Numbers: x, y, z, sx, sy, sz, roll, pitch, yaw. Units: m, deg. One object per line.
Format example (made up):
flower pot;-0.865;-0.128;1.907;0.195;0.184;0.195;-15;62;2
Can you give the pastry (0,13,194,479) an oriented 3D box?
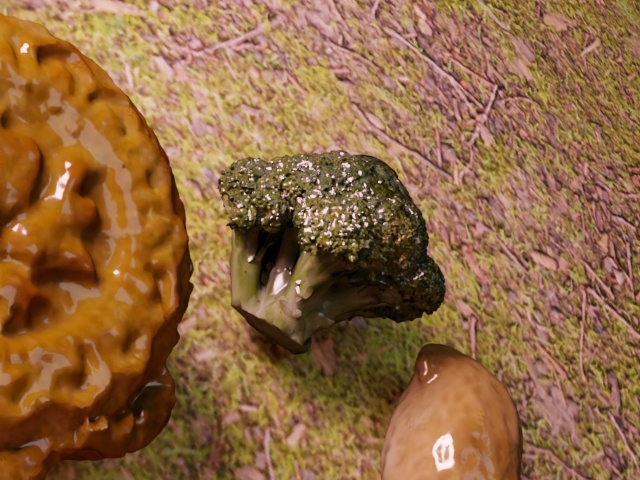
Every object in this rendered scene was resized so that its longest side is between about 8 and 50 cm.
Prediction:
pastry;-0.173;0.012;0.609;0.240;0.132;0.235;-25;92;-45

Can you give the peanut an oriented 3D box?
peanut;0.095;0.188;0.786;0.117;0.101;0.263;45;29;-57

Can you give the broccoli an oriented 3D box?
broccoli;0.000;0.000;0.795;0.162;0.145;0.138;45;69;-39
